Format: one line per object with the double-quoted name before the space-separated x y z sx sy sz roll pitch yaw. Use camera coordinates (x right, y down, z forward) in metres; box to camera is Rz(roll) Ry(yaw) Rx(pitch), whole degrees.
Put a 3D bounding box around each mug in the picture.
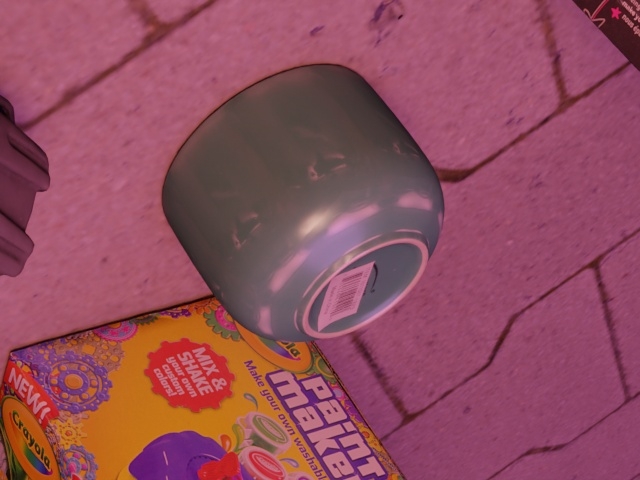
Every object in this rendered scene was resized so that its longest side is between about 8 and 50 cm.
"mug" 0.004 -0.007 0.811 0.129 0.097 0.158 -43 151 13

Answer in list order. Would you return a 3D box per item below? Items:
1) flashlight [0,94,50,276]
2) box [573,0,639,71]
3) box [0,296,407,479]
"flashlight" -0.199 -0.050 0.519 0.103 0.103 0.304 -39 151 4
"box" 0.248 -0.123 0.741 0.163 0.247 0.142 -11 143 -39
"box" -0.062 0.233 0.901 0.177 0.290 0.279 -14 144 -34
